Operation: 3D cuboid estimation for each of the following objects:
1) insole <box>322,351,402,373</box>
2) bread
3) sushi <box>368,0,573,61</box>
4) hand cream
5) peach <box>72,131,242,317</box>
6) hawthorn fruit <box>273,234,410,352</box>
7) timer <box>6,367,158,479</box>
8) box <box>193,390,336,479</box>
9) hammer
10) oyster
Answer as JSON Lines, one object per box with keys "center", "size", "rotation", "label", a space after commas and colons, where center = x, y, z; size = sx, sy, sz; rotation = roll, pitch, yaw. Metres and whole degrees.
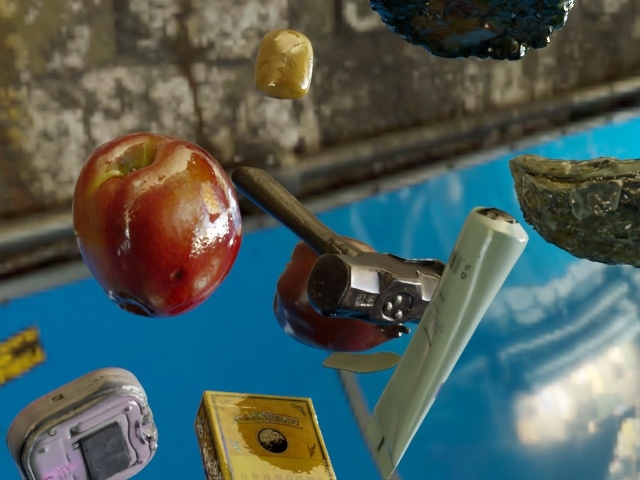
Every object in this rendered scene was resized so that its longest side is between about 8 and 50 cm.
{"center": [0.058, 0.172, 1.971], "size": [0.053, 0.002, 0.152], "rotation": [-39, -157, -32], "label": "insole"}
{"center": [-0.050, -0.254, 1.958], "size": [0.082, 0.056, 0.115], "rotation": [10, -127, 0], "label": "bread"}
{"center": [0.197, -0.382, 1.803], "size": [0.294, 0.178, 0.352], "rotation": [7, 163, 21], "label": "sushi"}
{"center": [0.125, 0.105, 1.504], "size": [0.067, 0.321, 0.109], "rotation": [20, -159, -20], "label": "hand cream"}
{"center": [-0.195, -0.011, 1.685], "size": [0.199, 0.244, 0.243], "rotation": [-14, -169, 3], "label": "peach"}
{"center": [0.044, 0.104, 2.342], "size": [0.248, 0.208, 0.208], "rotation": [32, -155, 19], "label": "hawthorn fruit"}
{"center": [-0.313, 0.268, 1.843], "size": [0.190, 0.209, 0.069], "rotation": [-27, -129, -17], "label": "timer"}
{"center": [-0.081, 0.371, 2.200], "size": [0.192, 0.084, 0.301], "rotation": [7, -147, -21], "label": "box"}
{"center": [0.000, 0.000, 2.139], "size": [0.242, 0.095, 0.409], "rotation": [3, -154, -44], "label": "hammer"}
{"center": [0.391, -0.044, 1.713], "size": [0.350, 0.162, 0.158], "rotation": [15, -165, 21], "label": "oyster"}
